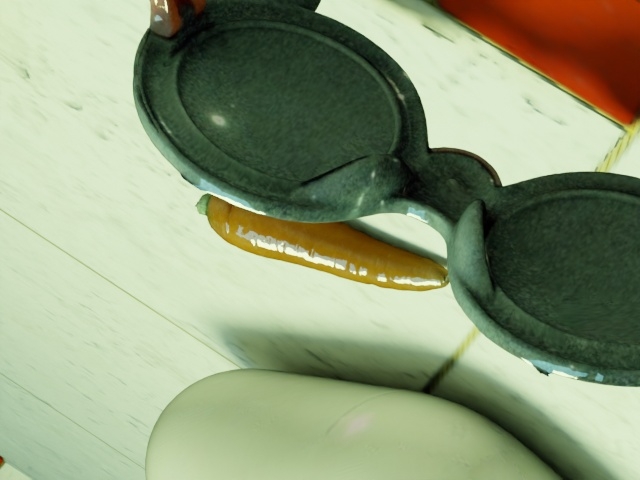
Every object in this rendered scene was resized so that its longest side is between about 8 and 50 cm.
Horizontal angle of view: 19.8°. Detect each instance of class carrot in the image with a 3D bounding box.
[{"bbox_3d":[0.000,0.000,0.885,0.142,0.035,0.035,19,158,22],"label":"carrot"}]

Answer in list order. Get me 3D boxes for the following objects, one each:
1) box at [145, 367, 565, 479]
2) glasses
[{"bbox_3d":[0.056,0.195,1.119,0.289,0.141,0.349,43,162,-23],"label":"box"},{"bbox_3d":[0.053,-0.095,0.530,0.234,0.118,0.268,30,143,18],"label":"glasses"}]
